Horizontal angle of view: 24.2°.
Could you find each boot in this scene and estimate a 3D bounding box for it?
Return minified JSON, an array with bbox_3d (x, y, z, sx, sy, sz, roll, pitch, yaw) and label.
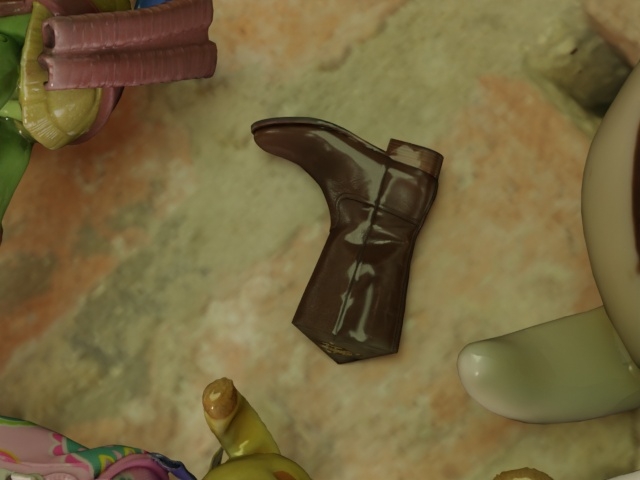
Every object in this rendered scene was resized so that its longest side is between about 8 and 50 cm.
[{"bbox_3d":[0.000,0.000,0.745,0.106,0.037,0.114,13,79,19],"label":"boot"}]

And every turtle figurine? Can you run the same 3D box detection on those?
[{"bbox_3d":[-0.205,-0.084,0.717,0.198,0.275,0.266,-39,29,39],"label":"turtle figurine"}]

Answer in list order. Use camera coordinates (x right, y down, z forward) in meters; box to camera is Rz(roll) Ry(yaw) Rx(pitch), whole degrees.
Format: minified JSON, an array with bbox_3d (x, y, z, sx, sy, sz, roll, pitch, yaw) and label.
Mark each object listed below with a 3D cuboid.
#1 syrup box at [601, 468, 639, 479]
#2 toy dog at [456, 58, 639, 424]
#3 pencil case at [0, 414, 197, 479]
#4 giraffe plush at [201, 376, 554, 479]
[{"bbox_3d":[0.147,0.119,0.496,0.237,0.093,0.096,-30,62,45],"label":"syrup box"},{"bbox_3d":[0.218,-0.080,0.520,0.396,0.408,0.284,-13,68,6],"label":"toy dog"},{"bbox_3d":[-0.209,0.116,0.702,0.284,0.124,0.124,14,75,19],"label":"pencil case"},{"bbox_3d":[0.017,0.169,0.633,0.171,0.181,0.210,9,39,5],"label":"giraffe plush"}]
